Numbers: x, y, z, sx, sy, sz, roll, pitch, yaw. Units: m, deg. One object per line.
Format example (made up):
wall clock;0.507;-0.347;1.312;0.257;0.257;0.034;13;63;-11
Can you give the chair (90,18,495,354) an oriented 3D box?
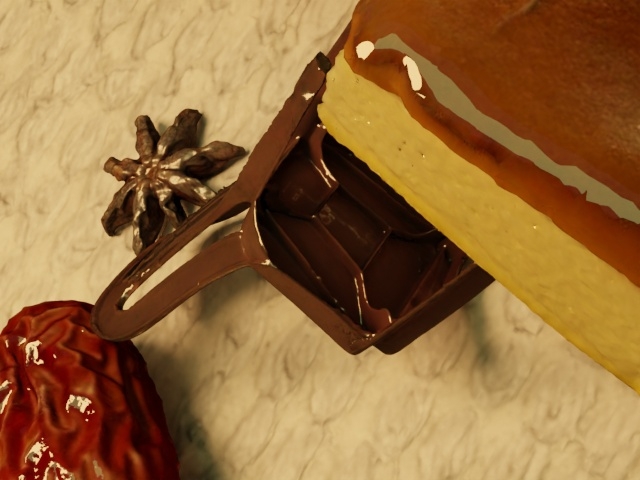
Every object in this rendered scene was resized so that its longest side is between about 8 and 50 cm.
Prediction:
chair;0.000;0.000;1.142;0.326;0.183;0.175;-45;5;43

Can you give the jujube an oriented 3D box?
jujube;-0.180;0.153;1.200;0.155;0.155;0.230;-33;47;16

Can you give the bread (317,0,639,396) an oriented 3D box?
bread;0.221;-0.089;0.937;0.333;0.143;0.323;40;68;13

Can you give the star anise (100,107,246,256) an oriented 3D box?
star anise;-0.129;-0.051;1.324;0.141;0.042;0.141;-13;61;26
